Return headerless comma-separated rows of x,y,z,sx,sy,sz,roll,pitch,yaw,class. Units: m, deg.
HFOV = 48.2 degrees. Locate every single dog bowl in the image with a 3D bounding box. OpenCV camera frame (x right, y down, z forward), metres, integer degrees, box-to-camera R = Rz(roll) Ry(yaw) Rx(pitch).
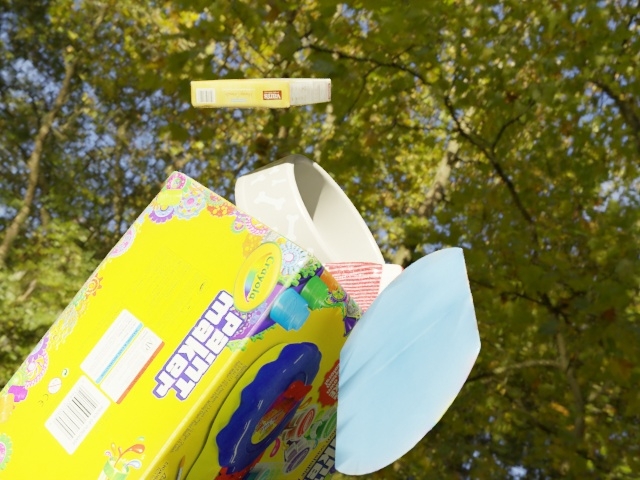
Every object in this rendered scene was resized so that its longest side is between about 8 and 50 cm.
0.000,0.000,1.259,0.102,0.349,0.349,-32,-65,18,dog bowl

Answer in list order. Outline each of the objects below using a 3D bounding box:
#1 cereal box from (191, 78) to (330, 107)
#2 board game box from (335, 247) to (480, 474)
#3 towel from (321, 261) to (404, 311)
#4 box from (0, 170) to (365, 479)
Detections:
-0.095,-0.258,1.247,0.173,0.240,0.047,3,-76,16,cereal box
0.065,0.083,0.482,0.033,0.169,0.133,34,-61,-18,board game box
-0.054,0.100,0.973,0.328,0.237,0.037,2,-58,11,towel
-0.099,0.146,0.673,0.177,0.290,0.279,31,-10,34,box
